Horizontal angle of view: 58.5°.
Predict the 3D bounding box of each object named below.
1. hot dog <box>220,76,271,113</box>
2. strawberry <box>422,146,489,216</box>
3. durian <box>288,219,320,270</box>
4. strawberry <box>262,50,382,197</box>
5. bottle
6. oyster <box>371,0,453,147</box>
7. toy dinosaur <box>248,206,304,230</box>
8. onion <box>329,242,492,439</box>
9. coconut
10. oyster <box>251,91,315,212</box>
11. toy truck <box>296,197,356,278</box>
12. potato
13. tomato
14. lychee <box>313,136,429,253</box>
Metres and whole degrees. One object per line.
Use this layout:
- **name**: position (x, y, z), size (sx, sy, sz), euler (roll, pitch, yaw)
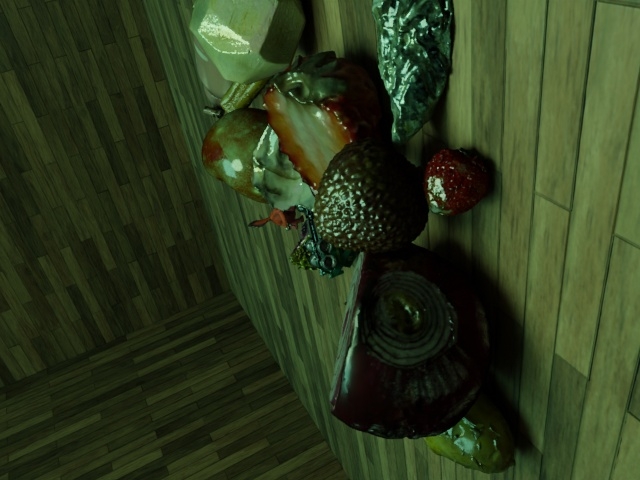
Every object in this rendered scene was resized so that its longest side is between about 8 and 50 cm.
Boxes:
- **hot dog**: position (-0.167, -0.411, 1.421), size (0.088, 0.061, 0.285), euler (47, 136, -9)
- **strawberry**: position (0.192, -0.083, 0.841), size (0.106, 0.106, 0.106), euler (56, 159, 33)
- **durian**: position (0.000, -0.003, 1.496), size (0.118, 0.187, 0.108), euler (26, 127, 0)
- **strawberry**: position (0.037, -0.201, 1.101), size (0.265, 0.149, 0.336), euler (23, 147, 42)
- **bottle**: position (-0.258, -0.468, 1.537), size (0.173, 0.207, 0.297), euler (21, 157, -1)
- **oyster**: position (0.124, -0.296, 0.839), size (0.199, 0.087, 0.252), euler (55, 148, 26)
- **toy dinosaur**: position (-0.124, -0.053, 1.441), size (0.286, 0.138, 0.070), euler (-69, -31, -77)
- **onion**: position (0.160, 0.164, 0.969), size (0.282, 0.259, 0.337), euler (93, -171, -58)
- **coconut**: position (-0.148, -0.436, 1.176), size (0.197, 0.236, 0.237), euler (-75, -35, -81)
- **oyster**: position (-0.054, -0.200, 1.307), size (0.275, 0.271, 0.100), euler (36, -177, 1)
- **toy truck**: position (0.024, -0.023, 1.399), size (0.110, 0.116, 0.216), euler (-177, 73, -70)
- **potato**: position (0.251, 0.327, 1.100), size (0.300, 0.140, 0.173), euler (-133, 33, -51)
- **tomato**: position (-0.160, -0.226, 1.462), size (0.270, 0.223, 0.270), euler (29, -175, -3)
- **lychee**: position (0.084, -0.065, 0.911), size (0.194, 0.194, 0.195), euler (56, 159, 33)
